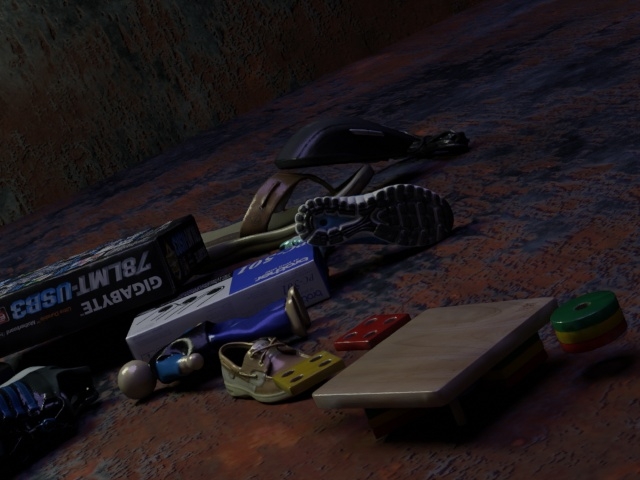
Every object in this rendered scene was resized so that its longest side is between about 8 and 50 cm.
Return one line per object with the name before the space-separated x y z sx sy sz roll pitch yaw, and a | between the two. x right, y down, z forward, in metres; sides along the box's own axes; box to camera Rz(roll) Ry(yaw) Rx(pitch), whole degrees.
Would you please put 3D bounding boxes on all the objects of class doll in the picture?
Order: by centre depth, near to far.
doll | -0.105 0.100 1.380 0.189 0.046 0.129 -22 11 8

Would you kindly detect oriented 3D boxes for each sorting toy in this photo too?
sorting toy | 0.080 0.094 1.032 0.132 0.046 0.274 -33 15 -37

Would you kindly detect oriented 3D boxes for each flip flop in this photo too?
flip flop | -0.063 -0.039 1.831 0.277 0.080 0.112 -20 12 22

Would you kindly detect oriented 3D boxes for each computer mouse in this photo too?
computer mouse | 0.043 -0.129 1.891 0.262 0.060 0.184 -7 2 -26

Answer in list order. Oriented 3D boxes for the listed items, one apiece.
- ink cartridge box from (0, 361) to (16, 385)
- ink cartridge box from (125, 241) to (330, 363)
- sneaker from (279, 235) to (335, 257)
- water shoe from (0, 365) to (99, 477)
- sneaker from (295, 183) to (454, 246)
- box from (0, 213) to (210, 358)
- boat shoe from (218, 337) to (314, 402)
ink cartridge box | -0.471 0.200 1.661 0.223 0.045 0.224 -30 13 -28
ink cartridge box | -0.093 0.066 1.507 0.207 0.046 0.097 -23 13 6
sneaker | 0.000 0.000 1.637 0.069 0.038 0.098 -29 13 -19
water shoe | -0.273 0.163 1.369 0.080 0.073 0.203 -12 17 17
sneaker | 0.056 -0.025 1.511 0.162 0.063 0.073 0 0 1
box | -0.289 0.059 1.688 0.293 0.073 0.295 -21 5 4
boat shoe | -0.046 0.106 1.234 0.050 0.045 0.135 -32 14 -35
